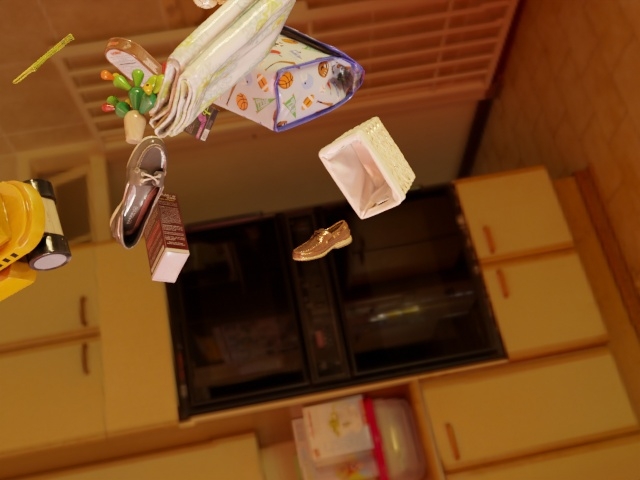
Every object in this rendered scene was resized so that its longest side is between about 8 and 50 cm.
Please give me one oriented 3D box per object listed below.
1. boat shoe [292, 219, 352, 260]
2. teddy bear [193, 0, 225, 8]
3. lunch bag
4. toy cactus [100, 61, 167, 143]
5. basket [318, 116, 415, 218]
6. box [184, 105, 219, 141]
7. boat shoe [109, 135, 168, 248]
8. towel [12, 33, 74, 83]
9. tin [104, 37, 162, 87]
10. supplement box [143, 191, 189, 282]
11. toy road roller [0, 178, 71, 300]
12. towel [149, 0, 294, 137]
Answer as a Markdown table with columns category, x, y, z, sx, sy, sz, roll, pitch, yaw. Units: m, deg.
| category | x | y | z | sx | sy | sz | roll | pitch | yaw |
| --- | --- | --- | --- | --- | --- | --- | --- | --- | --- |
| boat shoe | 0.001 | 0.000 | 1.913 | 0.064 | 0.178 | 0.060 | 16 | 122 | 50 |
| teddy bear | -0.242 | -0.619 | 1.870 | 0.338 | 0.245 | 0.113 | 18 | 112 | 44 |
| lunch bag | -0.103 | -0.517 | 2.345 | 0.328 | 0.386 | 0.238 | 31 | 129 | 33 |
| toy cactus | -0.425 | -0.314 | 1.762 | 0.112 | 0.219 | 0.180 | 22 | -115 | -57 |
| basket | 0.098 | -0.148 | 1.548 | 0.167 | 0.113 | 0.103 | 56 | -140 | -13 |
| box | -0.413 | -0.406 | 2.578 | 0.162 | 0.029 | 0.116 | 30 | 98 | 44 |
| boat shoe | -0.482 | -0.122 | 2.099 | 0.095 | 0.112 | 0.335 | 56 | 129 | 40 |
| towel | -0.836 | -0.549 | 2.342 | 0.021 | 0.102 | 0.237 | 49 | -145 | -22 |
| tin | -0.461 | -0.440 | 1.945 | 0.190 | 0.106 | 0.040 | 41 | -125 | -51 |
| supplement box | -0.448 | -0.012 | 2.220 | 0.130 | 0.073 | 0.239 | -56 | 40 | 37 |
| toy road roller | -0.740 | -0.009 | 1.712 | 0.241 | 0.330 | 0.202 | 17 | -132 | -61 |
| towel | -0.182 | -0.379 | 1.542 | 0.090 | 0.374 | 0.320 | 43 | 158 | -6 |
